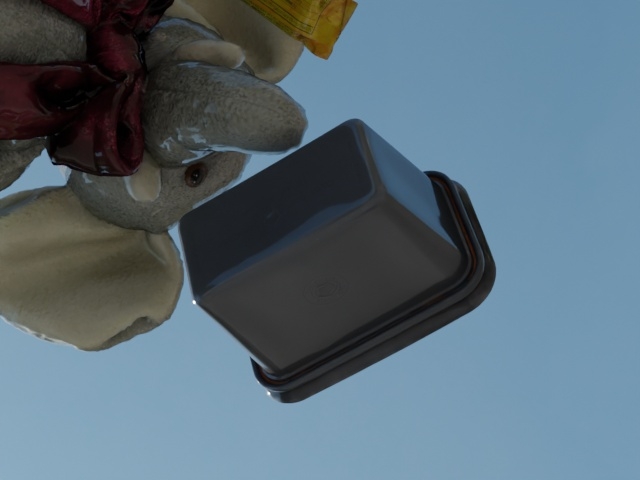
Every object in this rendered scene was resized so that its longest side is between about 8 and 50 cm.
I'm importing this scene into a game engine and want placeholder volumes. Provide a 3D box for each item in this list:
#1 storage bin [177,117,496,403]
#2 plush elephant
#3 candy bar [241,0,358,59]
[{"bbox_3d":[0.000,0.000,0.657,0.135,0.098,0.091,-28,-39,16],"label":"storage bin"},{"bbox_3d":[-0.125,-0.084,0.706,0.255,0.330,0.272,20,-97,-22],"label":"plush elephant"},{"bbox_3d":[-0.053,-0.161,0.758,0.040,0.161,0.018,-56,-2,34],"label":"candy bar"}]
